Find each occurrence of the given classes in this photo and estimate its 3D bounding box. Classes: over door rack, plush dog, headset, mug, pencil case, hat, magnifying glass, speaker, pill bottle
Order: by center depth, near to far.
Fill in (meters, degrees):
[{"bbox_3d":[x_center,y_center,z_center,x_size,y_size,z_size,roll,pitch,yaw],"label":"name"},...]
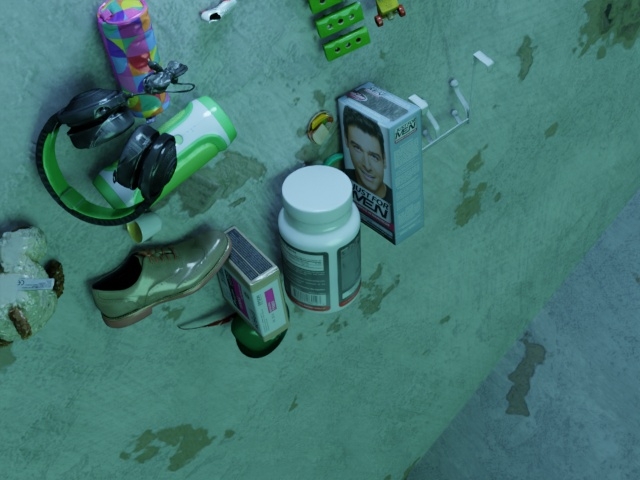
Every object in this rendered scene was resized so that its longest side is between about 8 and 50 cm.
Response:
[{"bbox_3d":[-0.372,-0.178,1.542,0.394,0.243,0.185,-43,-169,26],"label":"headset"},{"bbox_3d":[-0.350,-0.337,1.589,0.104,0.104,0.236,-29,139,-23],"label":"pencil case"},{"bbox_3d":[-0.611,0.128,1.710,0.262,0.210,0.225,-40,167,-11],"label":"plush dog"},{"bbox_3d":[-0.320,-0.170,1.752,0.296,0.131,0.131,-40,144,-10],"label":"speaker"},{"bbox_3d":[-0.391,-0.033,1.879,0.064,0.078,0.062,-29,108,-37],"label":"mug"},{"bbox_3d":[0.000,0.000,2.164,0.210,0.210,0.363,-28,140,-24],"label":"pill bottle"},{"bbox_3d":[-0.209,0.205,2.189,0.208,0.173,0.183,-56,139,-1],"label":"hat"},{"bbox_3d":[0.303,-0.350,2.204,0.239,0.108,0.324,-35,163,-15],"label":"over door rack"},{"bbox_3d":[0.084,-0.177,2.244,0.231,0.026,0.092,9,116,-47],"label":"magnifying glass"}]

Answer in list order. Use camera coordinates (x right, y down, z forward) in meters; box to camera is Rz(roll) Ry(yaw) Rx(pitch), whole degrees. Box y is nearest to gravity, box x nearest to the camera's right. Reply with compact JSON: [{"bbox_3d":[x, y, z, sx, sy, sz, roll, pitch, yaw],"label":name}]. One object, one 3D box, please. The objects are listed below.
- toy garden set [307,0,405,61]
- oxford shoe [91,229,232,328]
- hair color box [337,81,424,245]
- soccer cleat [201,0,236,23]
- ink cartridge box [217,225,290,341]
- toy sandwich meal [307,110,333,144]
[{"bbox_3d":[0.071,-0.537,1.845,0.204,0.049,0.244,-26,139,-4],"label":"toy garden set"},{"bbox_3d":[-0.360,0.065,1.940,0.348,0.123,0.130,-35,137,-18],"label":"oxford shoe"},{"bbox_3d":[0.157,-0.190,2.135,0.113,0.185,0.374,-33,137,-26],"label":"hair color box"},{"bbox_3d":[-0.198,-0.454,1.681,0.083,0.035,0.029,-30,141,-22],"label":"soccer cleat"},{"bbox_3d":[-0.176,0.110,2.104,0.088,0.193,0.234,-31,141,-21],"label":"ink cartridge box"},{"bbox_3d":[0.003,-0.275,2.060,0.085,0.029,0.085,-27,140,-25],"label":"toy sandwich meal"}]
